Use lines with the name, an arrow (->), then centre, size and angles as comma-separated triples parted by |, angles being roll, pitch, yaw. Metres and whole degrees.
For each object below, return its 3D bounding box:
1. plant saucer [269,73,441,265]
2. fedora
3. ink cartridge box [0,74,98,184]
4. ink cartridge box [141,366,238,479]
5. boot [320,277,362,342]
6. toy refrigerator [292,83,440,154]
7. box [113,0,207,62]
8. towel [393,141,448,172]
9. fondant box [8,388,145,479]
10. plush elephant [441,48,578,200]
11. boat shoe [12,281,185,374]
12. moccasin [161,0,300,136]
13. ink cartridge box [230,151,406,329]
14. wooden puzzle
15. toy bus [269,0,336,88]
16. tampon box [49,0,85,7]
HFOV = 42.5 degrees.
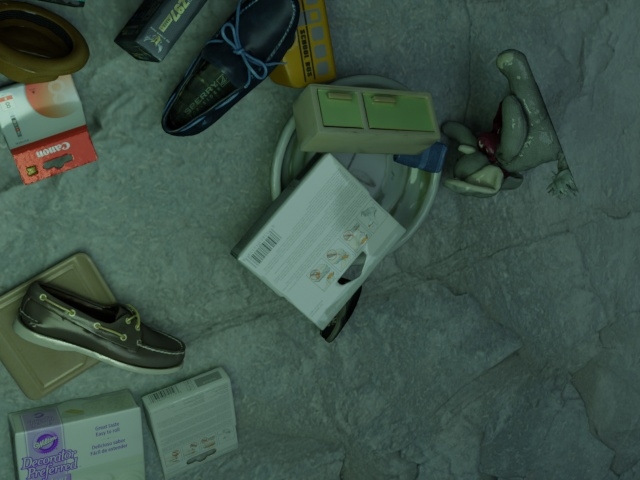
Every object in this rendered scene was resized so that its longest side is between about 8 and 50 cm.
plant saucer -> 0.065, -0.149, 1.726 | 0.401, 0.100, 0.400 | -9, 110, -25
fedora -> -0.490, -0.318, 1.376 | 0.194, 0.194, 0.079 | 5, 139, -29
ink cartridge box -> -0.487, -0.199, 1.458 | 0.145, 0.045, 0.179 | -23, 112, -19
ink cartridge box -> -0.272, 0.390, 1.760 | 0.181, 0.056, 0.224 | -19, 132, -21
boot -> -0.014, 0.117, 1.771 | 0.179, 0.236, 0.085 | 31, 60, 8
toy refrigerator -> 0.092, -0.231, 1.580 | 0.270, 0.094, 0.102 | -1, 72, -27
box -> -0.261, -0.393, 1.404 | 0.059, 0.233, 0.183 | 38, 86, -25
towel -> 0.207, -0.182, 1.715 | 0.120, 0.029, 0.067 | 12, 99, -31
fondant box -> -0.477, 0.484, 1.644 | 0.238, 0.096, 0.330 | -8, 108, -25
plush elephant -> 0.387, -0.205, 1.813 | 0.255, 0.272, 0.329 | -21, 81, 18
boat shoe -> -0.392, 0.163, 1.526 | 0.324, 0.116, 0.096 | 20, 102, -23
moccasin -> -0.157, -0.306, 1.480 | 0.138, 0.117, 0.342 | 38, 109, -5
ink cartridge box -> 0.000, 0.000, 1.631 | 0.239, 0.060, 0.275 | 43, 84, -24
wooden puzzle -> -0.501, 0.162, 1.567 | 0.239, 0.044, 0.221 | -29, 117, -12
toy bus -> -0.067, -0.459, 1.556 | 0.130, 0.108, 0.332 | -19, 113, -21
tampon box -> -0.448, -0.476, 1.357 | 0.121, 0.101, 0.161 | 4, 103, -29
